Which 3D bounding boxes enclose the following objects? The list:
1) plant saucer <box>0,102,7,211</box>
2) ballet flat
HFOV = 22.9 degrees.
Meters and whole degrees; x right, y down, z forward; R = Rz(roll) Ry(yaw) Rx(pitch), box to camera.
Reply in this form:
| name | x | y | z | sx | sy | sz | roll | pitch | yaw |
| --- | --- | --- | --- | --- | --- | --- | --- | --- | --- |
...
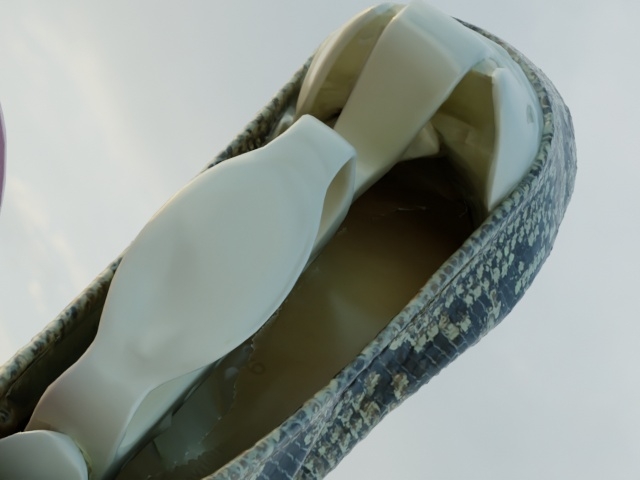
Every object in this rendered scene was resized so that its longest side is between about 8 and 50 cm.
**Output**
| name | x | y | z | sx | sy | sz | roll | pitch | yaw |
| --- | --- | --- | --- | --- | --- | --- | --- | --- | --- |
| plant saucer | -0.237 | 0.049 | 0.480 | 0.084 | 0.332 | 0.332 | 36 | -24 | 12 |
| ballet flat | 0.000 | 0.000 | 0.716 | 0.164 | 0.483 | 0.182 | 30 | -38 | 16 |
